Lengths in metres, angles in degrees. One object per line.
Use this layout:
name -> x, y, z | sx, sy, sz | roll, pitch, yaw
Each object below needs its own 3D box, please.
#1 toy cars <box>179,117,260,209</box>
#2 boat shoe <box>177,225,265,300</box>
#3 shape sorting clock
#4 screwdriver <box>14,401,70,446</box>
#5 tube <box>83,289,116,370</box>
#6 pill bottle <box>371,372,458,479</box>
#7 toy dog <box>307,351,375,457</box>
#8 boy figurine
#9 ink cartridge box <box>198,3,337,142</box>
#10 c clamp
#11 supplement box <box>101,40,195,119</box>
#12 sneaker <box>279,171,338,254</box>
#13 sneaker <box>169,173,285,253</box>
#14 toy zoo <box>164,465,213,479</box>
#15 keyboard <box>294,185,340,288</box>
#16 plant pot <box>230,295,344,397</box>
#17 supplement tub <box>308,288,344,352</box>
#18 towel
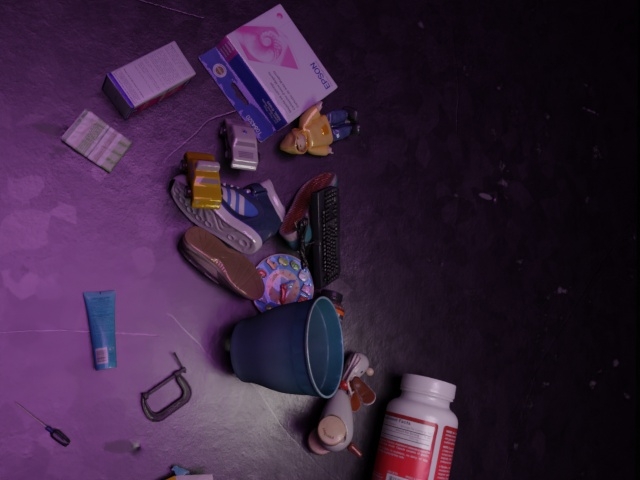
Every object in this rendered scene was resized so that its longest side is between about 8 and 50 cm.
toy cars -> -0.272, -0.240, 1.640 | 0.177, 0.087, 0.393 | 35, 45, -2
boat shoe -> -0.286, 0.075, 1.669 | 0.285, 0.092, 0.102 | 40, 48, -15
shape sorting clock -> -0.115, 0.142, 1.775 | 0.206, 0.040, 0.206 | 4, 81, -27
screwdriver -> -0.696, 0.458, 1.446 | 0.170, 0.024, 0.025 | 41, 38, -15
tube -> -0.572, 0.234, 1.527 | 0.080, 0.052, 0.206 | -2, 79, -32
pill bottle -> 0.300, 0.636, 1.814 | 0.229, 0.229, 0.407 | 21, 74, -23
toy dog -> 0.096, 0.513, 1.756 | 0.161, 0.220, 0.333 | 28, 80, 2
boy figurine -> -0.005, -0.353, 1.857 | 0.285, 0.092, 0.177 | -25, 119, -32
ink cartridge box -> -0.156, -0.530, 1.832 | 0.330, 0.071, 0.324 | -43, 103, -27
c clamp -> -0.425, 0.410, 1.593 | 0.161, 0.022, 0.137 | -40, 106, -27
supplement box -> -0.480, -0.449, 1.629 | 0.220, 0.111, 0.114 | -40, 101, -25
sneaker -> -0.023, -0.086, 1.828 | 0.302, 0.108, 0.121 | -58, 137, -31
sneaker -> -0.254, -0.126, 1.712 | 0.323, 0.130, 0.236 | 38, 48, -3
toy zoo -> -0.358, 0.722, 1.486 | 0.193, 0.030, 0.293 | -9, 47, -13
keyboard -> 0.000, 0.000, 1.763 | 0.202, 0.033, 0.317 | -24, 120, -44
plant pot -> -0.099, 0.301, 1.615 | 0.272, 0.255, 0.271 | -7, 90, -69
supplement tub -> 0.012, 0.253, 1.788 | 0.106, 0.106, 0.197 | 22, 74, -23
towel -> -0.612, -0.272, 1.591 | 0.152, 0.023, 0.113 | 38, 70, -20
